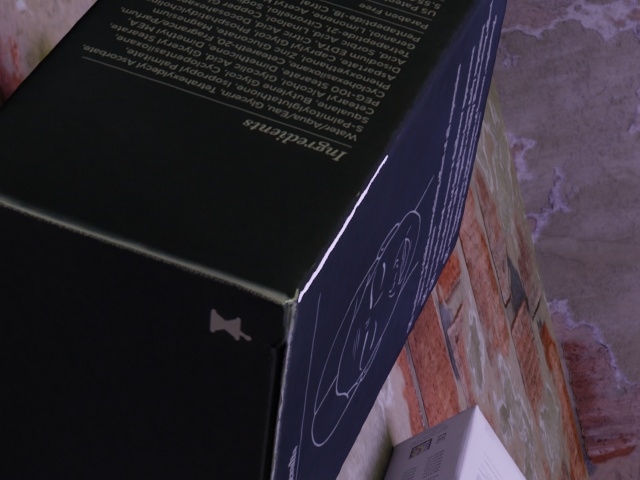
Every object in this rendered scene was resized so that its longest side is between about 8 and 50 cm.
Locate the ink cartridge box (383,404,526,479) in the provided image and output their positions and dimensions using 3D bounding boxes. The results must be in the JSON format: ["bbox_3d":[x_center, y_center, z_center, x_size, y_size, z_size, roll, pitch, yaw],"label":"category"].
[{"bbox_3d":[0.198,0.397,1.990,0.309,0.130,0.272,56,21,-11],"label":"ink cartridge box"}]

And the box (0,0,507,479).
[{"bbox_3d":[-0.047,-0.014,1.086,0.395,0.212,0.293,-59,163,-45],"label":"box"}]
